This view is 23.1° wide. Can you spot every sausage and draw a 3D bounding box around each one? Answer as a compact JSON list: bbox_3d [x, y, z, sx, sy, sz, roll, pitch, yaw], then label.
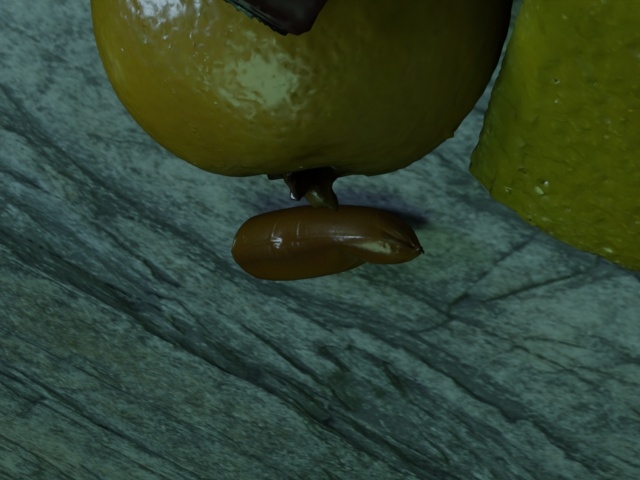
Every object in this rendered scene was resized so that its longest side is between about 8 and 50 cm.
[{"bbox_3d":[0.000,0.000,1.153,0.183,0.054,0.062,-7,172,44],"label":"sausage"}]

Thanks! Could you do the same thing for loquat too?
[{"bbox_3d":[-0.008,-0.120,0.769,0.208,0.208,0.208,19,153,10],"label":"loquat"}]

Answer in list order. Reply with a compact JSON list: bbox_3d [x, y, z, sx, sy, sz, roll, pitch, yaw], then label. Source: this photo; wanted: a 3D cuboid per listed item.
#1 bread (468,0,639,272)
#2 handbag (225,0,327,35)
[{"bbox_3d":[0.250,-0.085,0.684,0.323,0.143,0.333,21,154,5],"label":"bread"},{"bbox_3d":[-0.044,-0.239,0.556,0.275,0.084,0.260,27,116,-19],"label":"handbag"}]
